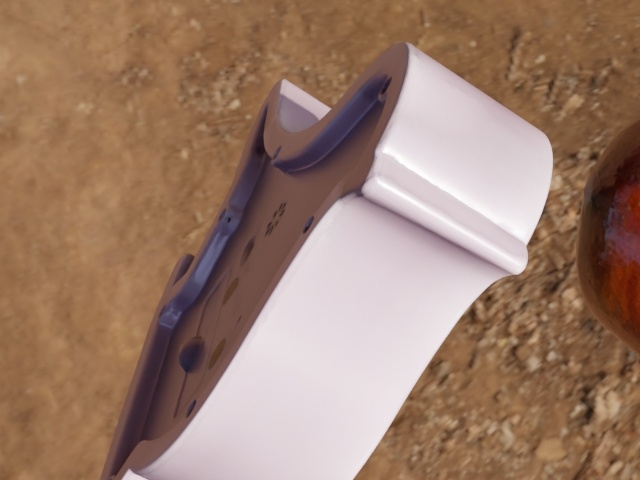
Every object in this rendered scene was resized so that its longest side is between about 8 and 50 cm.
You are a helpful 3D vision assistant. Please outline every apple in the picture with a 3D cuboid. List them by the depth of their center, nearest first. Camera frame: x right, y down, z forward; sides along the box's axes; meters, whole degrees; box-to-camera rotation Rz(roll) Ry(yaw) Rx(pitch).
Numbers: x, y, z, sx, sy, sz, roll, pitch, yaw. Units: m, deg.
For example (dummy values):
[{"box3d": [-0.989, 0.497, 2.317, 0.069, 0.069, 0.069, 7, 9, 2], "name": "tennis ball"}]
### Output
[{"box3d": [0.257, 0.009, 0.878, 0.199, 0.199, 0.199, 7, 105, 28], "name": "apple"}]

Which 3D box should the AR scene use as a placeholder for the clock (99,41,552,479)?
[{"box3d": [0.000, 0.000, 0.677, 0.080, 0.290, 0.275, 29, 122, -15], "name": "clock"}]
